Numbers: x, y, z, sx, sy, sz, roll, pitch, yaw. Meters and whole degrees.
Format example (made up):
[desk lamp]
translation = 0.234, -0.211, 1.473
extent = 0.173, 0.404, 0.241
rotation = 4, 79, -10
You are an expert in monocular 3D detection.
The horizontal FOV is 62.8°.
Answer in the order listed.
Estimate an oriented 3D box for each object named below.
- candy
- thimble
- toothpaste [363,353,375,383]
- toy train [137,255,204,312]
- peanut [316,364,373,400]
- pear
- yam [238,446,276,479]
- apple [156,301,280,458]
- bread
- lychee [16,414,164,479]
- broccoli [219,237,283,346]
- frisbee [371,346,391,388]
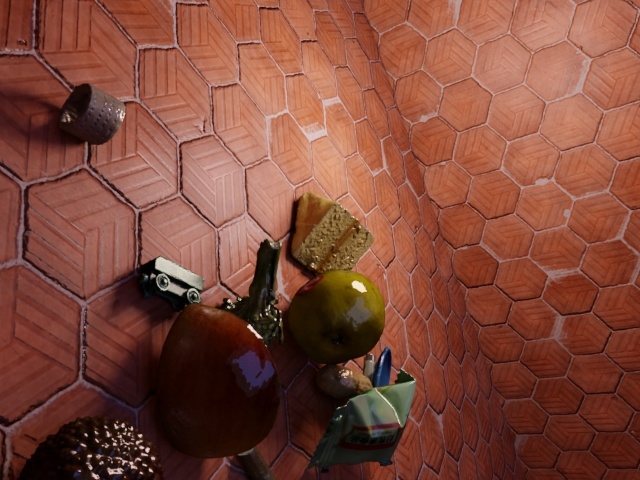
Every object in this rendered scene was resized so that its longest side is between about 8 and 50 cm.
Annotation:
[candy]
translation = 0.131, 0.551, 1.578
extent = 0.398, 0.172, 0.263
rotation = 0, 111, -42
[thimble]
translation = -0.471, -0.258, 1.085
extent = 0.090, 0.115, 0.102
rotation = 26, 59, -51
[toothpaste]
translation = 0.169, 0.521, 1.863
extent = 0.062, 0.039, 0.239
rotation = 53, 38, -50
[toy train]
translation = -0.339, 0.098, 1.196
extent = 0.172, 0.070, 0.099
rotation = 37, 41, -45
[peanut]
translation = 0.081, 0.460, 1.676
extent = 0.263, 0.117, 0.101
rotation = 39, 69, -51
[pear]
translation = 0.054, 0.213, 1.593
extent = 0.375, 0.287, 0.287
rotation = -71, 140, -75
[yam]
translation = -0.158, 0.565, 1.302
extent = 0.132, 0.054, 0.054
rotation = 64, 33, -16
[apple]
translation = -0.227, 0.315, 1.143
extent = 0.254, 0.179, 0.346
rotation = -9, 98, -22
[bread]
translation = 0.000, 0.000, 1.780
extent = 0.263, 0.198, 0.236
rotation = 40, 79, -42
[lychee]
translation = -0.372, 0.399, 0.840
extent = 0.271, 0.236, 0.236
rotation = 99, -4, -61
[broccoli]
translation = -0.157, 0.147, 1.300
extent = 0.198, 0.177, 0.274
rotation = -89, -166, -62
[frisbee]
translation = 0.208, 0.494, 1.847
extent = 0.242, 0.045, 0.242
rotation = 6, 90, -73
